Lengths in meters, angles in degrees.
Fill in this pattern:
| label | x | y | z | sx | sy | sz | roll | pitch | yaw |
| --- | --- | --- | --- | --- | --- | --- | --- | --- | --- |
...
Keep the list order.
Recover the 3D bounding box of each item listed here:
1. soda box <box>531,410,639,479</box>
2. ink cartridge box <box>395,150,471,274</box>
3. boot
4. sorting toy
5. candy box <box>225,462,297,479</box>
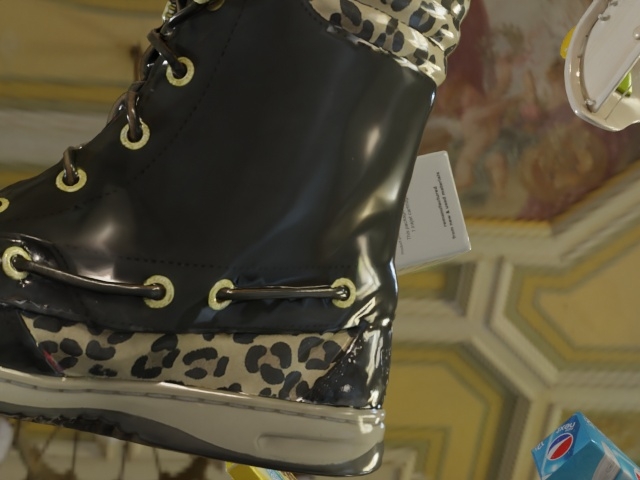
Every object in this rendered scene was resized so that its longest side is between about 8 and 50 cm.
| label | x | y | z | sx | sy | sz | roll | pitch | yaw |
| --- | --- | --- | --- | --- | --- | --- | --- | --- | --- |
| soda box | 0.320 | 0.279 | 1.496 | 0.210 | 0.067 | 0.071 | 42 | -76 | -17 |
| ink cartridge box | 0.000 | 0.000 | 1.175 | 0.208 | 0.153 | 0.087 | -13 | -95 | -10 |
| boot | -0.069 | -0.031 | 0.457 | 0.236 | 0.085 | 0.178 | 17 | -93 | -20 |
| sorting toy | 0.153 | -0.083 | 0.622 | 0.075 | 0.045 | 0.083 | 24 | -70 | -32 |
| candy box | -0.023 | 0.266 | 1.377 | 0.027 | 0.105 | 0.206 | -35 | -72 | 9 |
